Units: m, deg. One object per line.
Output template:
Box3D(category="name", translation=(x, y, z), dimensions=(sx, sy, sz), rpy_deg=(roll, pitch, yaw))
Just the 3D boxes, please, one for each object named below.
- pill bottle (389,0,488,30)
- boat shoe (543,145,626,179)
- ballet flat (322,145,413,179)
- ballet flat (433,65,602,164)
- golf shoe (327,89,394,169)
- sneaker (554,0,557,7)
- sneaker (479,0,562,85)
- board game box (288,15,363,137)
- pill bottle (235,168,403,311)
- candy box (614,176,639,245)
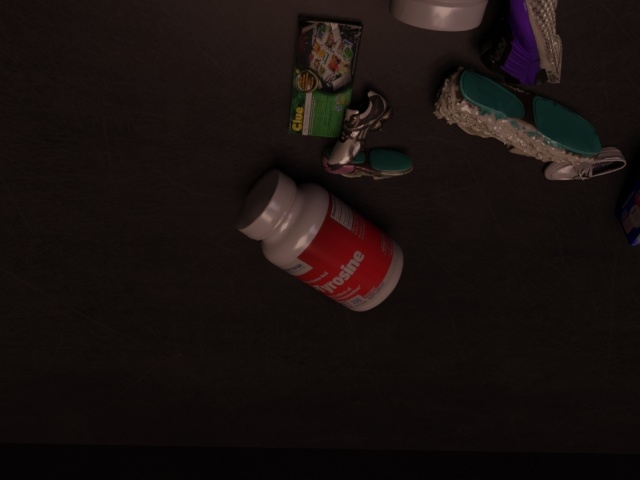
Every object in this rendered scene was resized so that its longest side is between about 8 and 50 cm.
Box3D(category="pill bottle", translation=(0.225, -0.549, 0.770), dimensions=(0.210, 0.210, 0.363), rpy_deg=(2, 132, -4))
Box3D(category="boat shoe", translation=(0.663, -0.181, 1.209), dimensions=(0.184, 0.063, 0.066), rpy_deg=(-9, 131, 6))
Box3D(category="ballet flat", translation=(0.113, -0.185, 1.189), dimensions=(0.221, 0.077, 0.079), rpy_deg=(5, 150, 0))
Box3D(category="ballet flat", translation=(0.438, -0.270, 1.102), dimensions=(0.409, 0.147, 0.147), rpy_deg=(20, 128, -15))
Box3D(category="golf shoe", translation=(0.070, -0.253, 1.094), dimensions=(0.198, 0.077, 0.094), rpy_deg=(-49, 126, 5))
Box3D(category="sneaker", translation=(0.433, -0.536, 0.870), dimensions=(0.126, 0.091, 0.240), rpy_deg=(-22, 131, 11))
Box3D(category="sneaker", translation=(0.378, -0.387, 0.941), dimensions=(0.146, 0.102, 0.293), rpy_deg=(5, 167, 34))
Box3D(category="board game box", translation=(0.005, -0.349, 1.061), dimensions=(0.136, 0.030, 0.260), rpy_deg=(3, 131, -8))
Box3D(category="pill bottle", translation=(0.000, 0.000, 1.237), dimensions=(0.407, 0.229, 0.229), rpy_deg=(33, 123, -27))
Box3D(category="candy box", translation=(0.953, -0.115, 1.188), dimensions=(0.317, 0.122, 0.268), rpy_deg=(-12, 153, 8))
